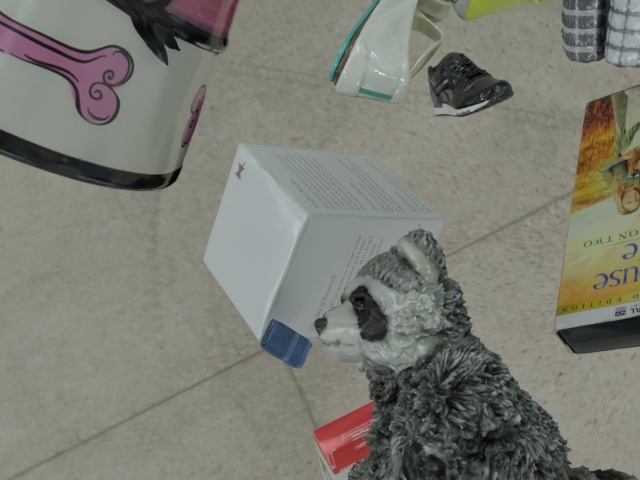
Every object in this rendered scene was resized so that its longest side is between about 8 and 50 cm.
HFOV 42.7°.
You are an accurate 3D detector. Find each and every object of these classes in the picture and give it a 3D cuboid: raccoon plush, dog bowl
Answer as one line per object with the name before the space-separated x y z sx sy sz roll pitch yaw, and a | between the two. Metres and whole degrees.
raccoon plush | 0.202 0.173 0.952 0.216 0.446 0.299 -28 50 56
dog bowl | -0.230 -0.212 0.547 0.408 0.408 0.150 41 102 19

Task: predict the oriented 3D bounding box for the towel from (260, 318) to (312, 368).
towel | -0.070 0.209 1.648 0.029 0.119 0.067 13 71 46

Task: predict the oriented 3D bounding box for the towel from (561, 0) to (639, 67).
towel | 0.357 -0.318 0.837 0.121 0.283 0.235 22 125 42

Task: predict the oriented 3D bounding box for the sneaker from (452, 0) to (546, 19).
sneaker | 0.361 -0.389 1.111 0.384 0.145 0.147 -23 85 25

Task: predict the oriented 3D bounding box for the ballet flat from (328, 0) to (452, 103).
ballet flat | 0.134 -0.349 1.251 0.139 0.139 0.400 8 53 23

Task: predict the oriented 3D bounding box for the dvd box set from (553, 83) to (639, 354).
dvd box set | 0.461 -0.065 1.017 0.307 0.062 0.420 -16 40 40

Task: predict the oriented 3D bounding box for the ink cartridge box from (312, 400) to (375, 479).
ink cartridge box | 0.068 0.348 1.355 0.134 0.231 0.078 -24 50 -13

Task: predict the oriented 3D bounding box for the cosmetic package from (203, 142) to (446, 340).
cosmetic package | 0.000 0.000 1.891 0.329 0.393 0.328 48 126 44

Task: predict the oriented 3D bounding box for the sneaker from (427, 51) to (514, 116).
sneaker | 0.292 -0.330 1.703 0.107 0.283 0.124 -24 103 -14
